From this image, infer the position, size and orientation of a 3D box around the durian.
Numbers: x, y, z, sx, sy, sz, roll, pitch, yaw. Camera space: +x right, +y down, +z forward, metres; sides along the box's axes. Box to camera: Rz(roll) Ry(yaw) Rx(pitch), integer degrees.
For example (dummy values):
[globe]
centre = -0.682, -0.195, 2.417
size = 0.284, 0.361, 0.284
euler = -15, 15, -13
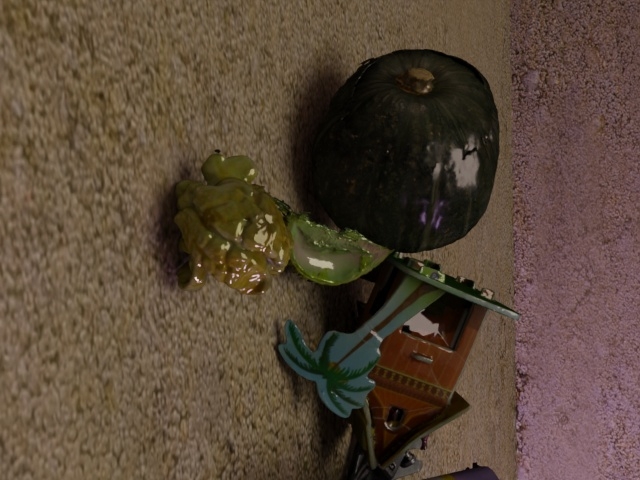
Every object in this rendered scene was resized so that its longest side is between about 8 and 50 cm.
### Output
[durian]
centre = 0.000, 0.000, 1.002
size = 0.215, 0.100, 0.086
euler = 20, 40, -29

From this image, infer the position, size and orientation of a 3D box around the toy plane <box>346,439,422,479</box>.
[toy plane]
centre = 0.093, 0.394, 1.219
size = 0.212, 0.088, 0.267
euler = 56, 38, -13

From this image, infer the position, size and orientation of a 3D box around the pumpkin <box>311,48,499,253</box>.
[pumpkin]
centre = 0.135, -0.149, 1.114
size = 0.257, 0.291, 0.328
euler = 95, 2, -45

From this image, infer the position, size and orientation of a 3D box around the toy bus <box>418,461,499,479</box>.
[toy bus]
centre = 0.132, 0.454, 0.988
size = 0.440, 0.249, 0.209
euler = 18, 42, -53

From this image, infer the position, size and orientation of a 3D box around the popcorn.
[popcorn]
centre = -0.093, -0.010, 0.782
size = 0.141, 0.135, 0.162
euler = 37, 66, -34

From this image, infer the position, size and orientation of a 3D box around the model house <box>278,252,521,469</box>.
[model house]
centre = 0.072, 0.167, 1.155
size = 0.300, 0.340, 0.324
euler = -145, -103, -74

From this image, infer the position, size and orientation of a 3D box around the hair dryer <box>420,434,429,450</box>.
[hair dryer]
centre = 0.232, 0.398, 1.571
size = 0.106, 0.054, 0.154
euler = -37, 127, -55
